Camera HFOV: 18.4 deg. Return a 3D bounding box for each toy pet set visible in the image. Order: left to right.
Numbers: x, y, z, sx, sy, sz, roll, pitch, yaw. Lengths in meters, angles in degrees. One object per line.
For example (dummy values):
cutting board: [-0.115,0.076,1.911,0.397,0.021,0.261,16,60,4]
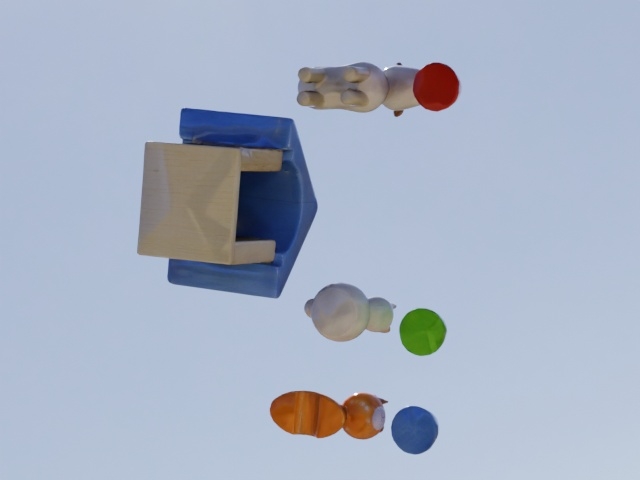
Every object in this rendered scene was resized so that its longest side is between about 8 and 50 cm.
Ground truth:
toy pet set: [0.000,0.000,0.656,0.114,0.122,0.065,6,4,22]
